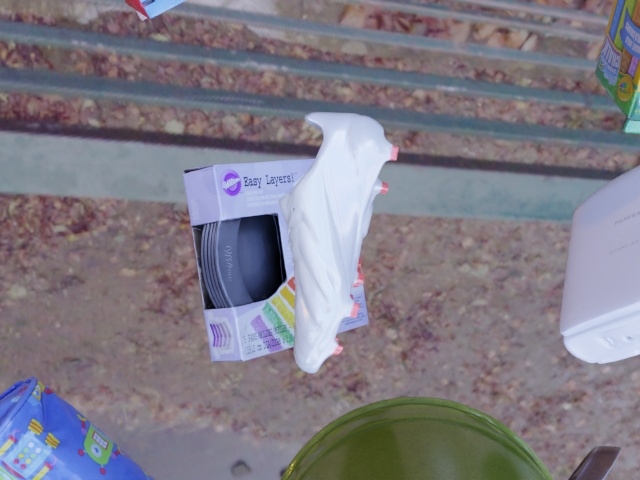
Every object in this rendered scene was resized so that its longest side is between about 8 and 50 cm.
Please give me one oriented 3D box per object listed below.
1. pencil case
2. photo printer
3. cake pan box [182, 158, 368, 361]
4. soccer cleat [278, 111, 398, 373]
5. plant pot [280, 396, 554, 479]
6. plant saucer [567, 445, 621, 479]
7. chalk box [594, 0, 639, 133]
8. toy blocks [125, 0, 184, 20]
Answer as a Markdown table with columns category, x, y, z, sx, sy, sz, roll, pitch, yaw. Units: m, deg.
| category | x | y | z | sx | sy | sz | roll | pitch | yaw |
| --- | --- | --- | --- | --- | --- | --- | --- | --- | --- |
| pencil case | -0.260 | 0.281 | 0.992 | 0.119 | 0.133 | 0.306 | -36 | 115 | 20 |
| photo printer | 0.479 | 0.007 | 1.256 | 0.107 | 0.307 | 0.256 | 37 | 139 | -21 |
| cake pan box | -0.055 | 0.017 | 1.142 | 0.267 | 0.070 | 0.246 | -8 | 88 | -48 |
| soccer cleat | 0.000 | 0.000 | 0.652 | 0.076 | 0.068 | 0.196 | 14 | 92 | -5 |
| plant pot | 0.113 | 0.367 | 0.857 | 0.366 | 0.353 | 0.366 | 0 | 89 | 0 |
| plant saucer | 0.325 | 0.326 | 1.113 | 0.168 | 0.029 | 0.168 | -47 | 161 | -22 |
| chalk box | 0.541 | -0.281 | 1.309 | 0.180 | 0.179 | 0.289 | 2 | 123 | -3 |
| toy blocks | -0.120 | -0.344 | 0.959 | 0.261 | 0.381 | 0.191 | -22 | 112 | 17 |
